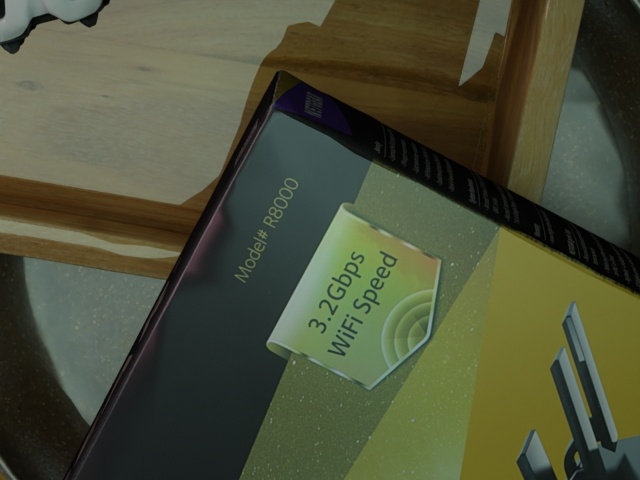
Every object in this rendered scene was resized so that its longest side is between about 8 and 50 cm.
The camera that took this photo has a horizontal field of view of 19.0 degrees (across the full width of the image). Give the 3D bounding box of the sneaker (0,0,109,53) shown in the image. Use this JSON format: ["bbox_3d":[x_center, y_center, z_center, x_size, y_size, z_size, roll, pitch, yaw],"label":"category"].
[{"bbox_3d":[-0.028,-0.132,0.584,0.234,0.078,0.106,-15,107,3],"label":"sneaker"}]

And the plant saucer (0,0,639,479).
[{"bbox_3d":[0.000,0.000,0.763,0.311,0.050,0.310,0,94,5],"label":"plant saucer"}]

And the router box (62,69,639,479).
[{"bbox_3d":[0.021,0.134,0.648,0.243,0.081,0.308,27,102,-5],"label":"router box"}]

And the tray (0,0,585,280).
[{"bbox_3d":[-0.118,-0.104,0.664,0.411,0.076,0.202,9,103,-6],"label":"tray"}]
